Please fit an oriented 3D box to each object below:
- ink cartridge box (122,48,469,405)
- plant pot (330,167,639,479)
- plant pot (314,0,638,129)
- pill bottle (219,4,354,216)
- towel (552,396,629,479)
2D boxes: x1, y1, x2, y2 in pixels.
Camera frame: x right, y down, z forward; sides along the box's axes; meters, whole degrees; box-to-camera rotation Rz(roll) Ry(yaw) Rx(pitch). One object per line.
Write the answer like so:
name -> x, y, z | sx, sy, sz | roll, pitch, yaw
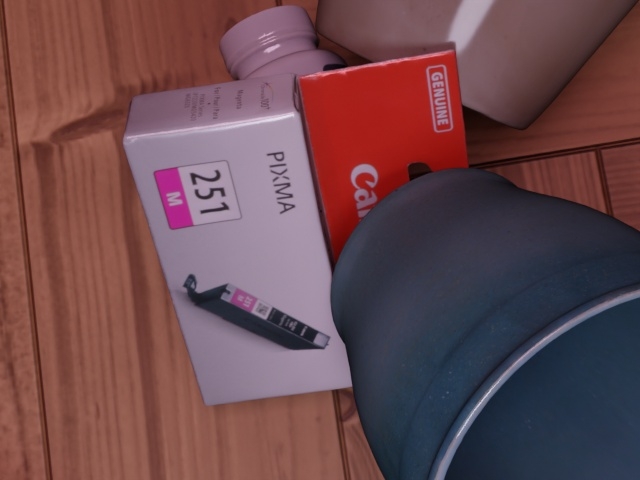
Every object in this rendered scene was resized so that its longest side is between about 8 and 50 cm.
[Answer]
ink cartridge box -> 0.000, 0.000, 1.020 | 0.239, 0.275, 0.060 | -8, 38, 5
plant pot -> 0.136, 0.084, 0.945 | 0.272, 0.271, 0.255 | -38, 39, -2
plant pot -> 0.138, -0.250, 1.040 | 0.323, 0.323, 0.280 | 27, 99, 10
pill bottle -> -0.014, -0.096, 1.107 | 0.108, 0.108, 0.180 | -23, 78, 1
towel -> 0.224, 0.298, 1.031 | 0.228, 0.076, 0.308 | 37, 87, 8
